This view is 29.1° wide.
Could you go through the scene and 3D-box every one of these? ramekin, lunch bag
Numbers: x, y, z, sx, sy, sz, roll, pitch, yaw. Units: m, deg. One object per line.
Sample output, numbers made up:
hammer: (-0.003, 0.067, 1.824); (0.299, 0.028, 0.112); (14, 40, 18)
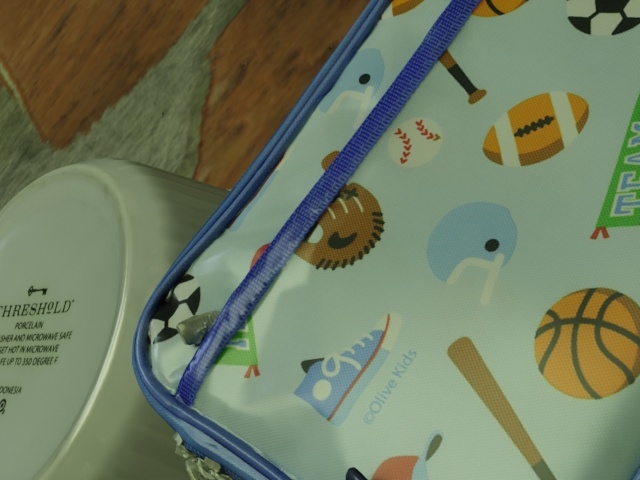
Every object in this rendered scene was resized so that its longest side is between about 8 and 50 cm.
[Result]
ramekin: (-0.124, 0.079, 0.693); (0.273, 0.127, 0.273); (-27, 49, 37)
lunch bag: (0.072, 0.002, 0.492); (0.243, 0.115, 0.303); (31, 78, 35)
